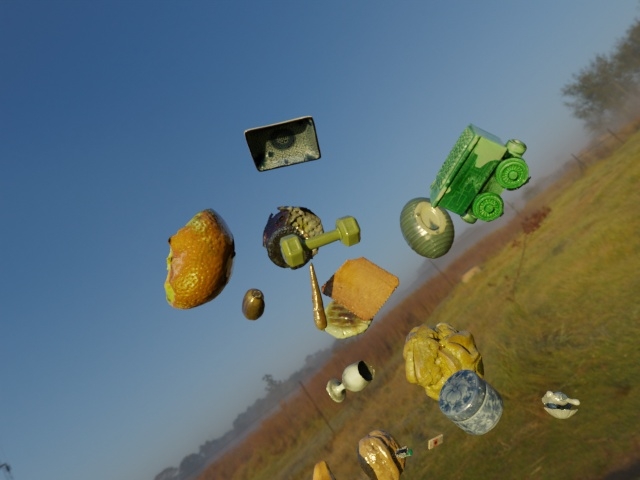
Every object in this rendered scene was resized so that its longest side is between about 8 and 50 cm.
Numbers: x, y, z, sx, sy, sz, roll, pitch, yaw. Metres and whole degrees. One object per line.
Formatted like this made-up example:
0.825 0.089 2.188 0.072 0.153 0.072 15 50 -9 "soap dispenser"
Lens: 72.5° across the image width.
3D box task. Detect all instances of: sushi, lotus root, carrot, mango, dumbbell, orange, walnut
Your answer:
-0.153 -0.044 2.418 0.281 0.299 0.294 14 -4 -24 "sushi"
-0.358 0.342 2.323 0.123 0.124 0.241 -9 -35 -16 "lotus root"
-0.014 0.206 1.588 0.049 0.254 0.049 -9 -1 0 "carrot"
0.032 1.119 1.898 0.120 0.295 0.177 10 -57 -10 "mango"
0.000 0.000 1.614 0.302 0.121 0.108 -20 -16 -14 "dumbbell"
-0.377 0.061 1.411 0.262 0.196 0.334 -160 79 -81 "orange"
0.311 1.095 2.201 0.224 0.257 0.257 -28 -19 -27 "walnut"

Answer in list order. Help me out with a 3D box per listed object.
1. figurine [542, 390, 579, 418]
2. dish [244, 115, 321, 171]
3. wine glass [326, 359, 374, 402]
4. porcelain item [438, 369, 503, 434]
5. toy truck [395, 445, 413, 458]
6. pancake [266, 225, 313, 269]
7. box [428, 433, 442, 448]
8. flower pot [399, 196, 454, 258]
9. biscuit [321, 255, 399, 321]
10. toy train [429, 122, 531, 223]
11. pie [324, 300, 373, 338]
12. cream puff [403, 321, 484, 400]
0.678 0.459 1.230 0.094 0.082 0.086 -5 -32 19 "figurine"
-0.131 -0.356 1.545 0.243 0.080 0.182 -11 -43 3 "dish"
0.143 0.663 2.059 0.126 0.126 0.241 -18 -22 -51 "wine glass"
0.410 0.442 1.203 0.147 0.114 0.147 -47 12 13 "porcelain item"
0.390 0.992 2.036 0.083 0.044 0.039 -46 15 43 "toy truck"
-0.124 0.032 1.779 0.199 0.199 0.021 -44 9 18 "pancake"
0.553 0.967 2.096 0.083 0.012 0.046 -11 -71 -28 "box"
0.401 -0.051 1.641 0.189 0.243 0.157 -23 -22 -5 "flower pot"
0.155 0.173 1.677 0.237 0.232 0.013 -45 -27 -28 "biscuit"
0.447 -0.178 1.226 0.145 0.202 0.266 -70 5 -60 "toy train"
0.145 0.400 2.304 0.306 0.306 0.071 -33 -53 -18 "pie"
0.484 0.476 1.727 0.270 0.323 0.274 18 -35 -38 "cream puff"
